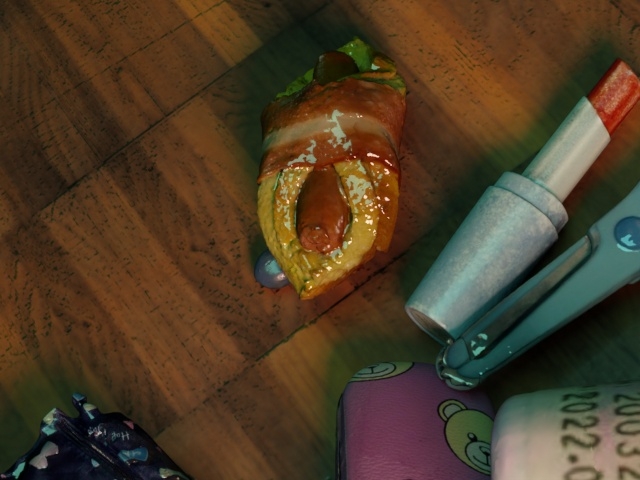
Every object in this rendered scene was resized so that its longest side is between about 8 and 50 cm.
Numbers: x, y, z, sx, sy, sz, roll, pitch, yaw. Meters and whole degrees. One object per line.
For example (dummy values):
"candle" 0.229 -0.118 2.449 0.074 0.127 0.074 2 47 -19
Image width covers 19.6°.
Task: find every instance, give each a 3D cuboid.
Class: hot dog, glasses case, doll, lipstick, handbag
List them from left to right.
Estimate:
"handbag" -0.142 0.237 1.393 0.162 0.113 0.260 -39 54 -18
"doll" 0.000 0.000 1.531 0.125 0.027 0.037 -31 60 -4
"hot dog" 0.008 -0.081 1.510 0.123 0.093 0.262 -12 49 16
"glasses case" 0.074 0.215 1.329 0.123 0.076 0.316 6 46 -8
"lipstick" 0.172 -0.035 1.476 0.068 0.061 0.274 30 75 36

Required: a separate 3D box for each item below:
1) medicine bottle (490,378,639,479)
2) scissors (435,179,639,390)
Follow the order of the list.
"medicine bottle" 0.318 0.189 1.229 0.388 0.219 0.219 -8 62 14
"scissors" 0.252 0.001 1.429 0.393 0.032 0.180 -35 60 -12
